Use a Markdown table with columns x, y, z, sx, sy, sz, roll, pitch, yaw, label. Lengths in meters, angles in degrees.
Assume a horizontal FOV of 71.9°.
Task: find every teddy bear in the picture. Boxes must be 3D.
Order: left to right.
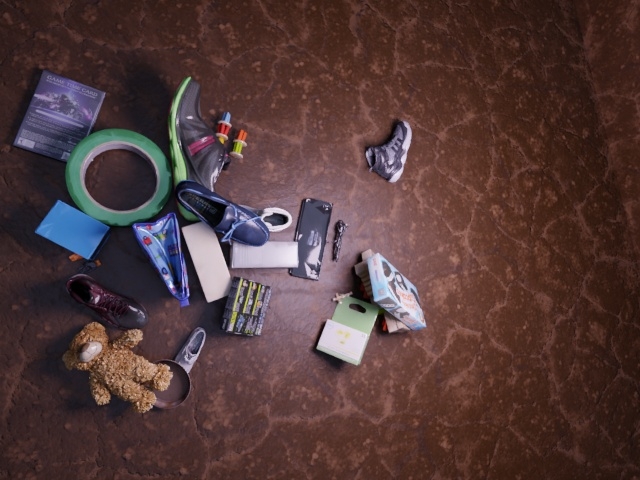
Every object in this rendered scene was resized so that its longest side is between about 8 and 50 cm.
| x | y | z | sx | sy | sz | roll | pitch | yaw | label |
| --- | --- | --- | --- | --- | --- | --- | --- | --- | --- |
| -0.643 | 0.406 | 1.400 | 0.245 | 0.113 | 0.338 | -35 | 98 | -1 | teddy bear |

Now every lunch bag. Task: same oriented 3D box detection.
| x | y | z | sx | sy | sz | roll | pitch | yaw | label |
| --- | --- | --- | --- | --- | --- | --- | --- | --- | --- |
| -0.498 | 0.080 | 1.444 | 0.138 | 0.221 | 0.294 | -20 | 92 | -20 | lunch bag |

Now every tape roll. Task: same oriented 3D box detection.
| x | y | z | sx | sy | sz | roll | pitch | yaw | label |
| --- | --- | --- | --- | --- | --- | --- | --- | --- | --- |
| -0.666 | -0.205 | 1.474 | 0.321 | 0.077 | 0.322 | 1 | 87 | -25 | tape roll |

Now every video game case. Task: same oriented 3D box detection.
| x | y | z | sx | sy | sz | roll | pitch | yaw | label |
| --- | --- | --- | --- | --- | --- | --- | --- | --- | --- |
| -0.859 | -0.404 | 1.461 | 0.195 | 0.026 | 0.275 | 18 | 79 | -17 | video game case |

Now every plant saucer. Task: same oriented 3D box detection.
| x | y | z | sx | sy | sz | roll | pitch | yaw | label |
| --- | --- | --- | --- | --- | --- | --- | --- | --- | --- |
| -0.516 | 0.478 | 1.482 | 0.168 | 0.029 | 0.169 | 0 | 95 | 1 | plant saucer |

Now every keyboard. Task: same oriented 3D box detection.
| x | y | z | sx | sy | sz | roll | pitch | yaw | label |
| --- | --- | --- | --- | --- | --- | --- | --- | --- | --- |
| 0.000 | 0.000 | 1.733 | 0.201 | 0.033 | 0.318 | 13 | 82 | -12 | keyboard |

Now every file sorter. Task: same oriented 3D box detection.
| x | y | z | sx | sy | sz | roll | pitch | yaw | label |
| --- | --- | --- | --- | --- | --- | --- | --- | --- | --- |
| -0.780 | -0.025 | 1.407 | 0.170 | 0.104 | 0.118 | 30 | 71 | -12 | file sorter |

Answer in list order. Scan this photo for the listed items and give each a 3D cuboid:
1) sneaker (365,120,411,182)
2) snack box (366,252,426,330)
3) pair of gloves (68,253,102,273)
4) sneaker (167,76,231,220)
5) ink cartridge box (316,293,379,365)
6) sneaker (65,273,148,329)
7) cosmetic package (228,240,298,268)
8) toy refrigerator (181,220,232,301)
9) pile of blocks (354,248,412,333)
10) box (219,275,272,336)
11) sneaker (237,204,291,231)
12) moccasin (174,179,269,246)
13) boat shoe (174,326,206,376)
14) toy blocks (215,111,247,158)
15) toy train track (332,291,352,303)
| x | y | z | sx | sy | sz | roll | pitch | yaw | label |
| --- | --- | --- | --- | --- | --- | --- | --- | --- | --- |
| 0.279 | -0.386 | 1.827 | 0.153 | 0.101 | 0.269 | 16 | 83 | -21 | sneaker |
| 0.292 | 0.203 | 1.684 | 0.322 | 0.060 | 0.187 | 39 | 34 | -42 | snack box |
| -0.777 | 0.065 | 1.458 | 0.074 | 0.010 | 0.083 | -34 | 98 | -22 | pair of gloves |
| -0.420 | -0.314 | 1.537 | 0.202 | 0.185 | 0.484 | -7 | 98 | -19 | sneaker |
| 0.107 | 0.334 | 1.684 | 0.171 | 0.056 | 0.235 | 18 | 79 | 21 | ink cartridge box |
| -0.684 | 0.205 | 1.398 | 0.281 | 0.162 | 0.107 | 32 | 76 | -14 | sneaker |
| -0.209 | 0.053 | 1.603 | 0.237 | 0.127 | 0.107 | 4 | 84 | -18 | cosmetic package |
| -0.392 | 0.067 | 1.541 | 0.102 | 0.094 | 0.270 | -20 | 99 | -16 | toy refrigerator |
| 0.237 | 0.218 | 1.775 | 0.112 | 0.149 | 0.363 | -27 | 84 | 23 | pile of blocks |
| -0.259 | 0.237 | 1.559 | 0.184 | 0.045 | 0.191 | 26 | 75 | -53 | box |
| -0.250 | -0.083 | 1.577 | 0.292 | 0.169 | 0.108 | 0 | 87 | -18 | sneaker |
| -0.323 | -0.067 | 1.433 | 0.341 | 0.117 | 0.138 | 27 | 101 | -17 | moccasin |
| -0.448 | 0.390 | 1.519 | 0.066 | 0.063 | 0.184 | 35 | 75 | -14 | boat shoe |
| -0.329 | -0.393 | 1.635 | 0.123 | 0.054 | 0.148 | 16 | 80 | -17 | toy blocks |
| 0.088 | 0.219 | 1.738 | 0.083 | 0.014 | 0.048 | -18 | 59 | -12 | toy train track |
